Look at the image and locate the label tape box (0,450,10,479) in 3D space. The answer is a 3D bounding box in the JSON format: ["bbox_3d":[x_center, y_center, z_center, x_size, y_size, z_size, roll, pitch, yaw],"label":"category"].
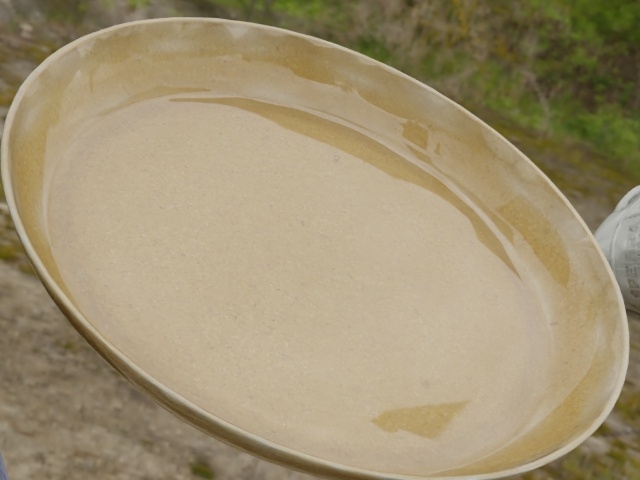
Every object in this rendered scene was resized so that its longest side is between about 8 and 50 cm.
[{"bbox_3d":[-0.312,0.111,0.476,0.348,0.115,0.249,-22,-17,-15],"label":"label tape box"}]

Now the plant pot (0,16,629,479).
[{"bbox_3d":[0.000,0.000,0.446,0.236,0.032,0.236,16,38,-13],"label":"plant pot"}]

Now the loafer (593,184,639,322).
[{"bbox_3d":[0.246,-0.004,0.773,0.111,0.112,0.319,-6,-2,26],"label":"loafer"}]
